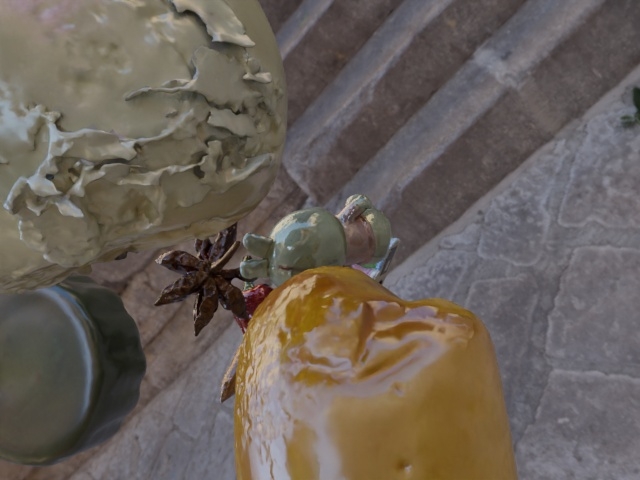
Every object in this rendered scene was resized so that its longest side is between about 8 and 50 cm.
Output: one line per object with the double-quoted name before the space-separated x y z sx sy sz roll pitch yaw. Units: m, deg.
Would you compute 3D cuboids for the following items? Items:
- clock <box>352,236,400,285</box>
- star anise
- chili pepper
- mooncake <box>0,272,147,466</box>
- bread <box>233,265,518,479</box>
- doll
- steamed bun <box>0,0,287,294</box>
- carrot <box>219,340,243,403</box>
"clock" 0.082 0.032 1.434 0.195 0.100 0.194 28 111 23
"star anise" -0.208 0.066 1.050 0.111 0.196 0.213 177 89 -85
"chili pepper" -0.111 0.209 1.205 0.110 0.110 0.388 -32 74 38
"mooncake" -0.493 0.227 1.052 0.351 0.351 0.187 -56 -15 1
"bread" 0.026 0.224 0.606 0.361 0.250 0.395 143 122 -72
"doll" 0.011 0.005 0.863 0.113 0.275 0.155 34 126 34
"steamed bun" -0.192 -0.131 0.451 0.333 0.312 0.233 -26 1 -23
"carrot" -0.173 0.283 1.291 0.072 0.072 0.205 -22 28 47
